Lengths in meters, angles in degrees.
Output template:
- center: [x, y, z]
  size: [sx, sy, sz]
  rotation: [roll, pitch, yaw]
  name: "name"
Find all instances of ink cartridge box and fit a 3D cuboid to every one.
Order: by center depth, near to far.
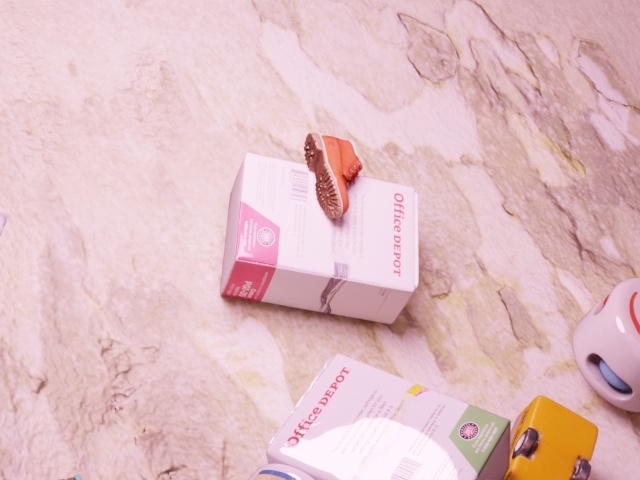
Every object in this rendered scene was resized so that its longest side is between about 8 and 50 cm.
- center: [0.095, 0.302, 1.758]
  size: [0.278, 0.117, 0.201]
  rotation: [19, 50, 25]
  name: "ink cartridge box"
- center: [0.000, 0.000, 1.980]
  size: [0.283, 0.117, 0.207]
  rotation: [11, 54, -12]
  name: "ink cartridge box"

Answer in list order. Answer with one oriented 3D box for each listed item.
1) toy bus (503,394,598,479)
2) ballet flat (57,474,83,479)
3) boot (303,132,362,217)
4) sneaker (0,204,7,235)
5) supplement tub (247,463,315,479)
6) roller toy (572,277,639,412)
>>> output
- center: [0.294, 0.382, 1.828]
  size: [0.108, 0.130, 0.332]
  rotation: [30, 54, 0]
  name: "toy bus"
- center: [-0.258, 0.455, 1.612]
  size: [0.124, 0.116, 0.342]
  rotation: [-40, 76, -14]
  name: "ballet flat"
- center: [0.032, -0.100, 1.951]
  size: [0.085, 0.059, 0.157]
  rotation: [4, 52, -23]
  name: "boot"
- center: [-0.525, 0.109, 1.721]
  size: [0.210, 0.137, 0.366]
  rotation: [42, 60, 9]
  name: "sneaker"
- center: [-0.079, 0.404, 1.661]
  size: [0.144, 0.144, 0.199]
  rotation: [38, 47, 7]
  name: "supplement tub"
- center: [0.507, 0.168, 2.033]
  size: [0.191, 0.146, 0.209]
  rotation: [15, 48, -21]
  name: "roller toy"
